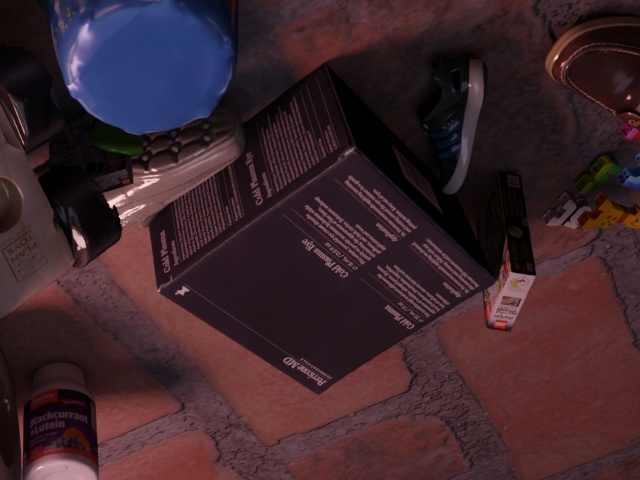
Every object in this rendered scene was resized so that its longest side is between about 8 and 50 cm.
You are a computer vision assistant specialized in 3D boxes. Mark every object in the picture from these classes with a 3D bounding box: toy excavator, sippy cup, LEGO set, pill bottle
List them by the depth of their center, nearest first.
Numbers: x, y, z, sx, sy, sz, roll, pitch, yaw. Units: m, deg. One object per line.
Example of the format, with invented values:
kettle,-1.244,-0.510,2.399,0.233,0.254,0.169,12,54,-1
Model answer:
sippy cup,-0.180,-0.235,1.035,0.240,0.224,0.305,-20,137,6
toy excavator,-0.438,-0.008,1.156,0.222,0.445,0.433,-41,127,-32
LEGO set,0.438,-0.072,1.470,0.093,0.087,0.227,16,129,-28
pill bottle,-0.390,0.281,1.520,0.108,0.193,0.108,-8,135,-8

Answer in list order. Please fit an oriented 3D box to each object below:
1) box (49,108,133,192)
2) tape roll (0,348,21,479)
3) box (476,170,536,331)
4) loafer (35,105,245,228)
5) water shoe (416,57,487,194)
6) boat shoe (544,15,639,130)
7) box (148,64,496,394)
box,-0.273,-0.106,1.201,0.094,0.137,0.027,-17,136,3
tape roll,-0.532,0.271,1.436,0.169,0.246,0.246,-9,136,-8
box,0.256,0.013,1.415,0.036,0.207,0.114,10,132,-5
loafer,-0.231,-0.074,1.275,0.319,0.112,0.111,-20,142,16
water shoe,0.165,-0.153,1.337,0.080,0.073,0.203,9,128,2
boat shoe,0.452,-0.191,1.325,0.342,0.123,0.123,14,129,-27
box,0.000,0.000,1.354,0.312,0.179,0.343,-35,133,17
